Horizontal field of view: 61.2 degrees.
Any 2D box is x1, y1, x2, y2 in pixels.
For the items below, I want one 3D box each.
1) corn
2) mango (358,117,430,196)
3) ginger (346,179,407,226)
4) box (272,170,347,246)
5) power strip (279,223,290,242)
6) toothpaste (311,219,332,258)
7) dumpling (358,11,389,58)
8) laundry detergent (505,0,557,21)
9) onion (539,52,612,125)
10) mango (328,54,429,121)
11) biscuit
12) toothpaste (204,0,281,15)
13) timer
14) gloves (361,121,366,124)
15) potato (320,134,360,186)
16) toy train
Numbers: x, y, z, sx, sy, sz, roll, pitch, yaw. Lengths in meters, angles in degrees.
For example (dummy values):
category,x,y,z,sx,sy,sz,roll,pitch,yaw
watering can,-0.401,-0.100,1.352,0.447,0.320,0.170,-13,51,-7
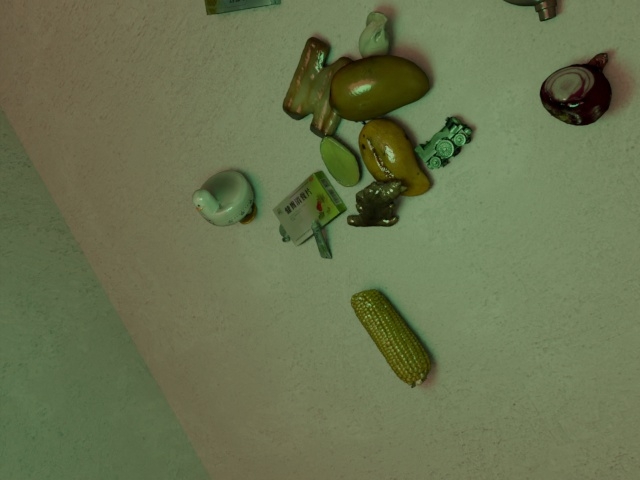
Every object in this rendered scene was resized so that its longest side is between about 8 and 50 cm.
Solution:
category,x,y,z,sx,sy,sz,roll,pitch,yaw
corn,0.254,0.337,1.920,0.144,0.143,0.387,-40,78,36
mango,0.231,-0.261,1.755,0.177,0.120,0.295,-36,83,39
ginger,0.189,-0.109,1.803,0.166,0.080,0.333,20,150,2
box,-0.045,-0.115,2.028,0.260,0.062,0.175,-38,82,37
power strip,-0.137,-0.034,2.143,0.055,0.035,0.084,-9,86,36
toothpaste,0.000,0.000,2.008,0.048,0.029,0.197,6,137,27
dumpling,0.159,-0.632,1.706,0.099,0.169,0.134,-22,56,-1
laundry detergent,0.541,-0.694,1.435,0.171,0.076,0.237,-7,103,37
onion,0.684,-0.390,1.412,0.198,0.135,0.173,-46,52,-4
mango,0.174,-0.473,1.676,0.316,0.211,0.173,-8,68,19
biscuit,0.000,-0.522,1.869,0.236,0.062,0.291,36,123,19
toothpaste,-0.285,-0.876,1.955,0.312,0.071,0.089,7,112,32
timer,-0.388,-0.176,2.130,0.233,0.234,0.240,13,156,31
gloves,0.132,-0.429,1.831,0.086,0.026,0.064,32,122,17
potato,0.073,-0.280,1.887,0.198,0.054,0.119,48,127,-1
toy train,0.383,-0.300,1.670,0.178,0.071,0.105,-46,74,35
